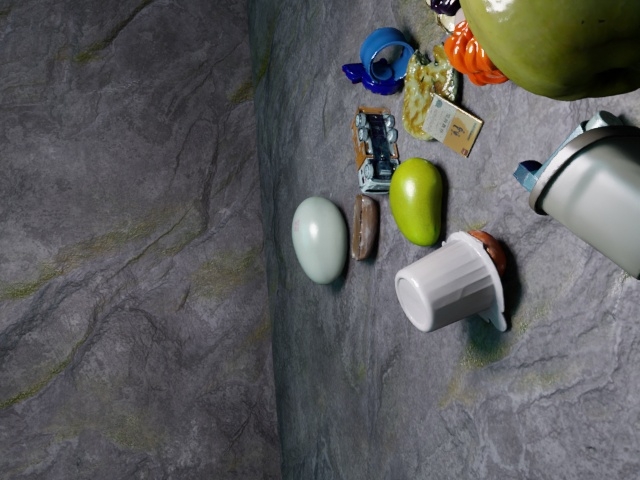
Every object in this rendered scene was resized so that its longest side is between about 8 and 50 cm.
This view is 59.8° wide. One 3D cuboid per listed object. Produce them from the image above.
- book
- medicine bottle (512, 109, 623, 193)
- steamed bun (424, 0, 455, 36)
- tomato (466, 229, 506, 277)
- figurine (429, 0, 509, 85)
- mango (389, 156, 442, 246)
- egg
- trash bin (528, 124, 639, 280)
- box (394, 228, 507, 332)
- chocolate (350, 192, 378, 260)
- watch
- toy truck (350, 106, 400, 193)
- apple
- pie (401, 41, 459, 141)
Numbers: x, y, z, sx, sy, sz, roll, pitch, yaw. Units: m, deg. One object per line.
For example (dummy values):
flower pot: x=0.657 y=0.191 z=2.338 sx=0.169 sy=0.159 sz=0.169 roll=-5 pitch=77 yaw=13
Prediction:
book: x=0.379 y=-0.333 z=1.612 sx=0.172 sy=0.012 sz=0.118 roll=40 pitch=132 yaw=28
medicine bottle: x=0.547 y=-0.185 z=1.237 sx=0.258 sy=0.079 sz=0.124 roll=121 pitch=141 yaw=-50
steamed bun: x=0.397 y=-0.676 z=1.541 sx=0.192 sy=0.106 sz=0.178 roll=-52 pitch=56 yaw=37
tomato: x=0.444 y=0.040 z=1.475 sx=0.156 sy=0.069 sz=0.156 roll=60 pitch=165 yaw=26
figurine: x=0.396 y=-0.596 z=1.348 sx=0.306 sy=0.241 sz=0.412 roll=-35 pitch=67 yaw=32
mango: x=0.294 y=-0.121 z=1.732 sx=0.185 sy=0.148 sz=0.273 roll=18 pitch=111 yaw=63
egg: x=0.000 y=0.000 z=2.302 sx=0.230 sy=0.229 sz=0.371 roll=162 pitch=100 yaw=-65
trash bin: x=0.573 y=-0.070 z=1.036 sx=0.250 sy=0.219 sz=0.219 roll=57 pitch=143 yaw=40
box: x=0.336 y=0.148 z=1.483 sx=0.262 sy=0.206 sz=0.291 roll=120 pitch=126 yaw=-73
chocolate: x=0.172 y=-0.048 z=2.091 sx=0.161 sy=0.083 sz=0.262 roll=-125 pitch=39 yaw=-79
watch: x=0.208 y=-0.605 z=1.866 sx=0.171 sy=0.196 sz=0.200 roll=60 pitch=152 yaw=32
toy truck: x=0.189 y=-0.312 z=1.985 sx=0.162 sy=0.136 sz=0.306 roll=126 pitch=140 yaw=-64
apple: x=0.467 y=-0.480 z=0.976 sx=0.473 sy=0.473 sz=0.474 roll=179 pitch=90 yaw=-66
pie: x=0.334 y=-0.455 z=1.731 sx=0.302 sy=0.066 sz=0.303 roll=180 pitch=90 yaw=-65
